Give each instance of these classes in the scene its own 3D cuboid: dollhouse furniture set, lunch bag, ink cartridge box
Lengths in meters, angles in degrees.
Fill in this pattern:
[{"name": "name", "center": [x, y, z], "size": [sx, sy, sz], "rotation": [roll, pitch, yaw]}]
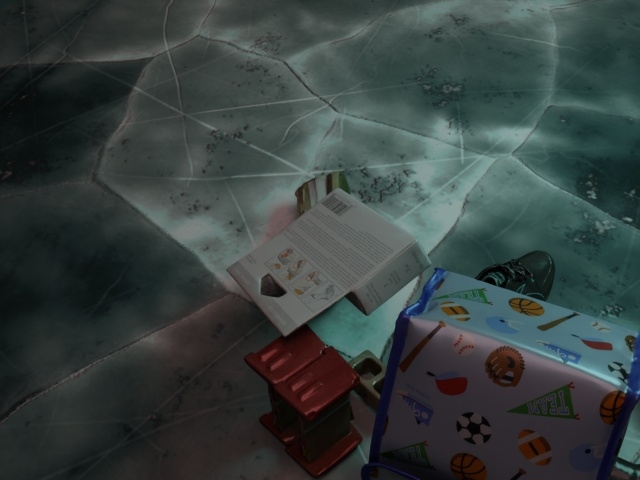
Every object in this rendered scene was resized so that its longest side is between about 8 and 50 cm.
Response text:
[{"name": "dollhouse furniture set", "center": [0.076, 0.195, 1.356], "size": [0.374, 0.201, 0.152], "rotation": [-32, 52, -25]}, {"name": "lunch bag", "center": [0.245, 0.284, 1.160], "size": [0.328, 0.385, 0.239], "rotation": [20, 26, 20]}, {"name": "ink cartridge box", "center": [0.004, 0.045, 1.389], "size": [0.261, 0.066, 0.296], "rotation": [-37, 30, -8]}]

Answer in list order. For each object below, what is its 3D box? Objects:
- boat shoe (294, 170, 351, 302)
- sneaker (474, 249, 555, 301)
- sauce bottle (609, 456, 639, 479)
[{"name": "boat shoe", "center": [0.000, 0.000, 1.604], "size": [0.103, 0.113, 0.302], "rotation": [-12, 48, 19]}, {"name": "sneaker", "center": [0.347, 0.088, 1.507], "size": [0.267, 0.106, 0.101], "rotation": [-35, 55, -28]}, {"name": "sauce bottle", "center": [0.343, 0.320, 1.296], "size": [0.345, 0.111, 0.111], "rotation": [23, 53, 21]}]
